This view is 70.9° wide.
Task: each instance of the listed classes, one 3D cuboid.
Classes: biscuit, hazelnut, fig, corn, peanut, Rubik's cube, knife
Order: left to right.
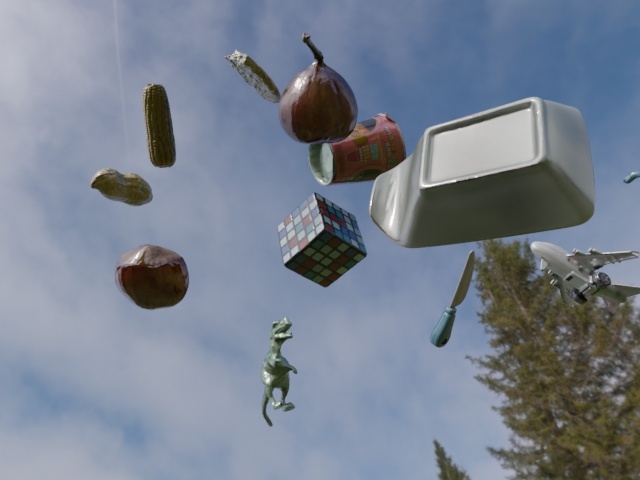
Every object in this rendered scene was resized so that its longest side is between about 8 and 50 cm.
[{"bbox_3d":[-0.465,-0.128,1.065,0.080,0.080,0.174,-30,-15,14],"label":"peanut"},{"bbox_3d":[-0.201,0.044,0.538,0.086,0.086,0.086,-6,-49,-7],"label":"hazelnut"},{"bbox_3d":[-0.451,-0.317,1.255,0.080,0.080,0.231,-4,-68,-9],"label":"corn"},{"bbox_3d":[-0.184,-0.460,1.259,0.188,0.265,0.040,41,-89,-4],"label":"biscuit"},{"bbox_3d":[-0.005,-0.370,1.129,0.204,0.186,0.249,-4,-72,-19],"label":"fig"},{"bbox_3d":[0.000,0.000,1.350,0.187,0.182,0.184,28,-58,-34],"label":"Rubik's cube"},{"bbox_3d":[0.309,0.135,1.023,0.058,0.032,0.244,7,-72,-37],"label":"knife"}]

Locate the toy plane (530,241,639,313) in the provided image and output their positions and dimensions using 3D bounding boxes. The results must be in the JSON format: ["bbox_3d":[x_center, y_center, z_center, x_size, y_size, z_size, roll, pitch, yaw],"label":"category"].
[{"bbox_3d":[0.421,0.055,0.729,0.171,0.065,0.162,26,-38,7],"label":"toy plane"}]

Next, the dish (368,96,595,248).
[{"bbox_3d":[0.153,-0.077,0.484,0.234,0.154,0.064,-11,-38,34],"label":"dish"}]

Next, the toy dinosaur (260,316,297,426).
[{"bbox_3d":[-0.097,0.341,0.978,0.076,0.129,0.382,2,-58,-20],"label":"toy dinosaur"}]

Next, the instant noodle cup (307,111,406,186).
[{"bbox_3d":[0.108,-0.274,1.446,0.255,0.244,0.244,-15,-45,-28],"label":"instant noodle cup"}]

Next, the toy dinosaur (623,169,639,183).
[{"bbox_3d":[0.541,-0.125,0.672,0.045,0.080,0.197,39,-27,-2],"label":"toy dinosaur"}]
